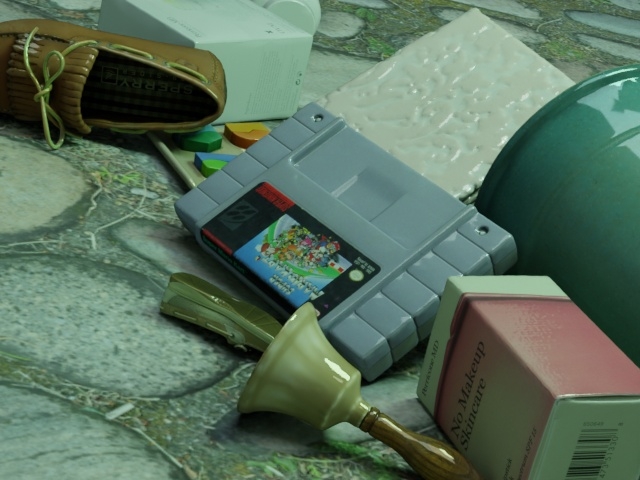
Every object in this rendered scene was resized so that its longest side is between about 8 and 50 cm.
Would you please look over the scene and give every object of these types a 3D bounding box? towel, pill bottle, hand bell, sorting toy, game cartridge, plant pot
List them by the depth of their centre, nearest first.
[{"bbox_3d":[0.055,0.175,1.456,0.242,0.126,0.126,33,27,9],"label":"hand bell"},{"bbox_3d":[0.389,0.039,1.666,0.341,0.341,0.334,-1,37,-31],"label":"plant pot"},{"bbox_3d":[0.017,-0.010,1.716,0.230,0.068,0.355,-35,47,-21],"label":"game cartridge"},{"bbox_3d":[0.143,-0.142,1.933,0.332,0.053,0.317,-31,42,-11],"label":"towel"},{"bbox_3d":[-0.110,-0.113,2.031,0.208,0.038,0.193,0,27,-28],"label":"sorting toy"},{"bbox_3d":[-0.064,-0.389,2.553,0.124,0.124,0.221,9,26,-11],"label":"pill bottle"}]

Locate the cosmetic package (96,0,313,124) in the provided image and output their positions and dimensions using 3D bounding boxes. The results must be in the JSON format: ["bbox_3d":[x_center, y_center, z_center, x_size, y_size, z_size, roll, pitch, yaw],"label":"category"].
[{"bbox_3d":[-0.174,-0.273,2.227,0.225,0.138,0.224,-12,34,-42],"label":"cosmetic package"}]

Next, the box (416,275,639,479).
[{"bbox_3d":[0.207,0.151,1.496,0.127,0.148,0.232,1,26,-24],"label":"box"}]

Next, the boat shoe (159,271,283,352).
[{"bbox_3d":[-0.099,0.087,1.609,0.153,0.048,0.056,28,15,14],"label":"boat shoe"}]

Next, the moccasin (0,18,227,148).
[{"bbox_3d":[-0.312,-0.198,1.990,0.380,0.139,0.147,11,21,-8],"label":"moccasin"}]
